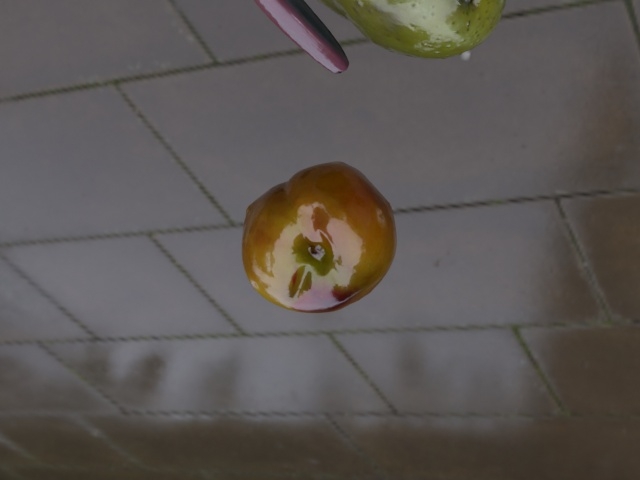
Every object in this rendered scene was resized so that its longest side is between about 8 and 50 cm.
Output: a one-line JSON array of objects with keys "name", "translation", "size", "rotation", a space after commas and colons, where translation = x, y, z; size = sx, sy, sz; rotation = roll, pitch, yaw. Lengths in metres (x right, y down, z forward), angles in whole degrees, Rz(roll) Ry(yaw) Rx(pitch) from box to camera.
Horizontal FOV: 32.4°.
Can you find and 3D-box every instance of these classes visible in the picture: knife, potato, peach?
[{"name": "knife", "translation": [-0.062, -0.193, 0.679], "size": [0.018, 0.035, 0.247], "rotation": [-20, 124, 43]}, {"name": "potato", "translation": [0.065, -0.240, 0.925], "size": [0.169, 0.248, 0.143], "rotation": [11, 115, -34]}, {"name": "peach", "translation": [0.000, 0.000, 0.975], "size": [0.138, 0.138, 0.138], "rotation": [10, 150, 6]}]
